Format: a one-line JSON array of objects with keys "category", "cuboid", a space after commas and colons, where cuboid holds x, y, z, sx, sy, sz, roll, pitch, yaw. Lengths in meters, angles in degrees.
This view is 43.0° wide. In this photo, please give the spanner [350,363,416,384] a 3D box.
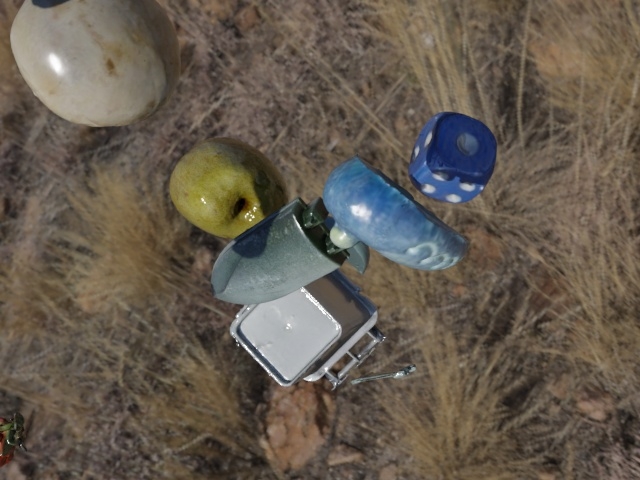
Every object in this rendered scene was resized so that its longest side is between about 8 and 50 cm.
[{"category": "spanner", "cuboid": [0.151, 0.328, 1.983, 0.017, 0.071, 0.302, 68, 155, 5]}]

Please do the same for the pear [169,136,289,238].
[{"category": "pear", "cuboid": [-0.182, -0.106, 1.613, 0.188, 0.228, 0.211, -66, 33, 20]}]

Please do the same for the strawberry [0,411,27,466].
[{"category": "strawberry", "cuboid": [-0.546, 0.282, 1.153, 0.236, 0.175, 0.107, 7, 63, 8]}]

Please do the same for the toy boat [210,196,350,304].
[{"category": "toy boat", "cuboid": [-0.091, 0.036, 1.471, 0.319, 0.141, 0.092, -30, 20, 34]}]

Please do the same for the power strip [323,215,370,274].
[{"category": "power strip", "cuboid": [0.000, 0.000, 1.706, 0.216, 0.137, 0.044, 16, 55, 12]}]

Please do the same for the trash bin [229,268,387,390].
[{"category": "trash bin", "cuboid": [-0.027, 0.187, 1.766, 0.256, 0.296, 0.367, -44, -5, 6]}]

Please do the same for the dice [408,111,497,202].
[{"category": "dice", "cuboid": [0.269, -0.169, 1.675, 0.146, 0.146, 0.143, 137, 151, -64]}]

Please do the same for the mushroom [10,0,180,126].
[{"category": "mushroom", "cuboid": [-0.405, -0.315, 1.429, 0.290, 0.297, 0.297, -30, 44, 42]}]

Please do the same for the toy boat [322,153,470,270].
[{"category": "toy boat", "cuboid": [0.107, -0.022, 1.267, 0.215, 0.330, 0.123, 43, 100, 20]}]
